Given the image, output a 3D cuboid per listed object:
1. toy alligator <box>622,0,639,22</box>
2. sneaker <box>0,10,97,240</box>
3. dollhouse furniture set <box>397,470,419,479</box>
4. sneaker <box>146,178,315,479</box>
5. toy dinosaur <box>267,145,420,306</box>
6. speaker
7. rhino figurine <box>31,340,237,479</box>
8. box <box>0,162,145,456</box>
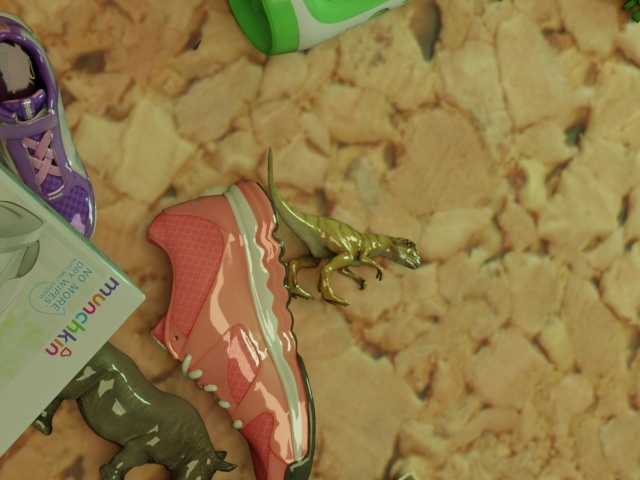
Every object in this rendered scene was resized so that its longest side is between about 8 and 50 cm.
[{"bbox_3d":[0.316,-0.288,1.966,0.051,0.056,0.190,-21,98,24],"label":"toy alligator"},{"bbox_3d":[-0.266,-0.097,1.752,0.095,0.104,0.236,-21,97,-18],"label":"sneaker"},{"bbox_3d":[0.049,0.253,1.859,0.114,0.081,0.091,-34,99,-15],"label":"dollhouse furniture set"},{"bbox_3d":[-0.089,0.106,1.817,0.136,0.116,0.314,-10,85,-8],"label":"sneaker"},{"bbox_3d":[0.000,0.000,1.858,0.211,0.064,0.112,24,76,-35],"label":"toy dinosaur"},{"bbox_3d":[0.057,-0.285,1.844,0.296,0.131,0.131,-27,97,-16],"label":"speaker"},{"bbox_3d":[-0.167,0.184,1.797,0.243,0.073,0.106,40,82,-15],"label":"rhino figurine"},{"bbox_3d":[-0.330,0.061,1.675,0.262,0.127,0.231,-47,114,-3],"label":"box"}]
